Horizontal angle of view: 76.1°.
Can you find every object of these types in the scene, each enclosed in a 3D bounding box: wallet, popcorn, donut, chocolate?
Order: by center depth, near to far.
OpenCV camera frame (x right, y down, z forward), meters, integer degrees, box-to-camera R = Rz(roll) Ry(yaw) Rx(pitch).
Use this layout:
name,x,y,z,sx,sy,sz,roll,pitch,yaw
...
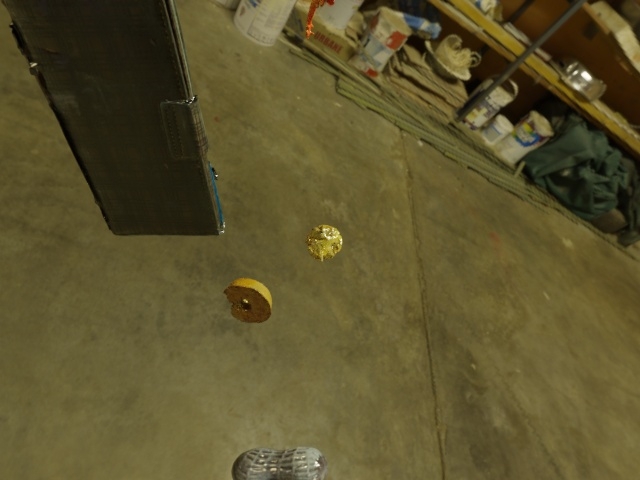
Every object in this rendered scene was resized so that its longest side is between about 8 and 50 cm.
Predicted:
name,x,y,z,sx,sy,sz,roll,pitch,yaw
wallet,-0.222,-0.133,0.486,0.169,0.317,0.044,-2,40,1
chocolate,-0.070,0.385,0.686,0.167,0.072,0.072,-6,51,7
donut,-0.140,0.119,0.822,0.097,0.108,0.043,8,43,8
popcorn,0.000,0.000,0.909,0.084,0.084,0.084,21,47,-25

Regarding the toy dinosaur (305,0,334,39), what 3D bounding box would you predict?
name,x,y,z,sx,sy,sz,roll,pitch,yaw
toy dinosaur,0.026,-0.511,0.759,0.070,0.288,0.117,-22,52,-39

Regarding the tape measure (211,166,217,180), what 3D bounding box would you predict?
name,x,y,z,sx,sy,sz,roll,pitch,yaw
tape measure,-0.303,-0.125,0.803,0.199,0.186,0.112,-30,108,-44
